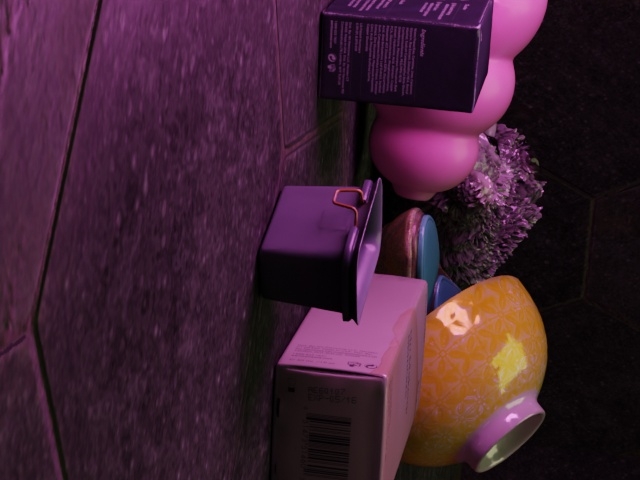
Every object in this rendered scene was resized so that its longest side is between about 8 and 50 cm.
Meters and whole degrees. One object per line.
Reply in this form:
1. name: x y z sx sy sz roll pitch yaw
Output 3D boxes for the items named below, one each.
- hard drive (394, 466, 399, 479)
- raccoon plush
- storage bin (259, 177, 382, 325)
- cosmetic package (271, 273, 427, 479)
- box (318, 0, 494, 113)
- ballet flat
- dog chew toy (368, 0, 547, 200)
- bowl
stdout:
1. hard drive: 0.114 0.319 2.572 0.135 0.022 0.094 -63 157 -65
2. raccoon plush: 0.167 0.016 2.207 0.299 0.216 0.446 -34 130 -68
3. storage bin: 0.000 0.000 1.451 0.135 0.091 0.098 -74 166 -52
4. cosmetic package: 0.034 0.152 1.698 0.309 0.113 0.160 -56 150 -70
5. box: 0.089 -0.198 1.669 0.156 0.158 0.093 -61 155 -67
6. ballet flat: 0.101 0.054 2.037 0.348 0.123 0.123 56 40 -66
7. dog chew toy: 0.142 -0.210 1.907 0.206 0.206 0.332 -48 151 -75
8. bowl: 0.191 0.196 2.073 0.289 0.156 0.289 -34 157 -17
